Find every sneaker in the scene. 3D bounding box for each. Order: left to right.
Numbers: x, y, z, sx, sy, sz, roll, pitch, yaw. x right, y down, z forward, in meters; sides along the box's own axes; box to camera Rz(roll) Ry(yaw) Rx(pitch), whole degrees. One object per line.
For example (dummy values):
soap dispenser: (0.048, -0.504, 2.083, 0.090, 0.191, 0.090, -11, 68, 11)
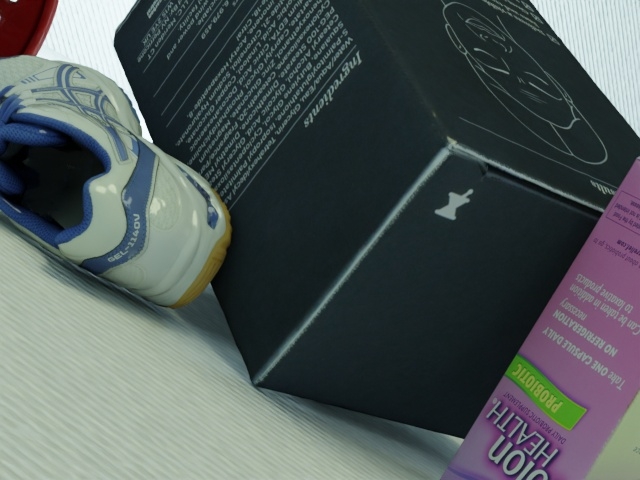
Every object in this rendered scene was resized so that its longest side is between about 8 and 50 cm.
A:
sneaker: (-0.184, -0.066, 0.991, 0.296, 0.112, 0.131, 33, 6, 40)

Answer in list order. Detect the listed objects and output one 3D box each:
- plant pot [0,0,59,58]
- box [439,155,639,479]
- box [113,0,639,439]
plant pot: (-0.337, -0.223, 1.239, 0.174, 0.191, 0.191, 29, 4, 14)
box: (0.231, 0.111, 0.882, 0.213, 0.243, 0.117, 28, 5, -27)
box: (0.061, -0.069, 1.080, 0.293, 0.212, 0.395, 20, 30, -37)
